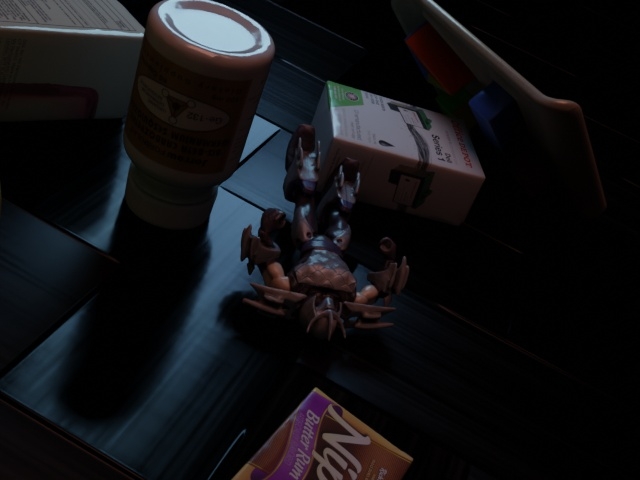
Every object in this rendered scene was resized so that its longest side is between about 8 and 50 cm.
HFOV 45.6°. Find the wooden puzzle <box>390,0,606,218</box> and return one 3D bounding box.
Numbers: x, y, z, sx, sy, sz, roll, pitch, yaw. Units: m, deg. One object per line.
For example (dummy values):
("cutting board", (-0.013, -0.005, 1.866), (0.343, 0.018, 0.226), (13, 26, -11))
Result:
("wooden puzzle", (0.250, -0.185, 1.126), (0.348, 0.080, 0.322), (48, 2, 35))

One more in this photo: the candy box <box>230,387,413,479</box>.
("candy box", (-0.014, 0.213, 0.611), (0.109, 0.053, 0.186), (34, 39, 15))

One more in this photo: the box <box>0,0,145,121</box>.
("box", (-0.347, -0.232, 0.904), (0.232, 0.127, 0.148), (-12, 50, -49))

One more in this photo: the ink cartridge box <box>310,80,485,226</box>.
("ink cartridge box", (0.102, -0.121, 1.060), (0.219, 0.093, 0.160), (12, 38, -14))

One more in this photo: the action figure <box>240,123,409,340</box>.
("action figure", (0.000, 0.000, 0.853), (0.185, 0.099, 0.285), (20, 39, -20))

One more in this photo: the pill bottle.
("pill bottle", (-0.142, -0.129, 0.823), (0.131, 0.229, 0.131), (15, 37, -12))
